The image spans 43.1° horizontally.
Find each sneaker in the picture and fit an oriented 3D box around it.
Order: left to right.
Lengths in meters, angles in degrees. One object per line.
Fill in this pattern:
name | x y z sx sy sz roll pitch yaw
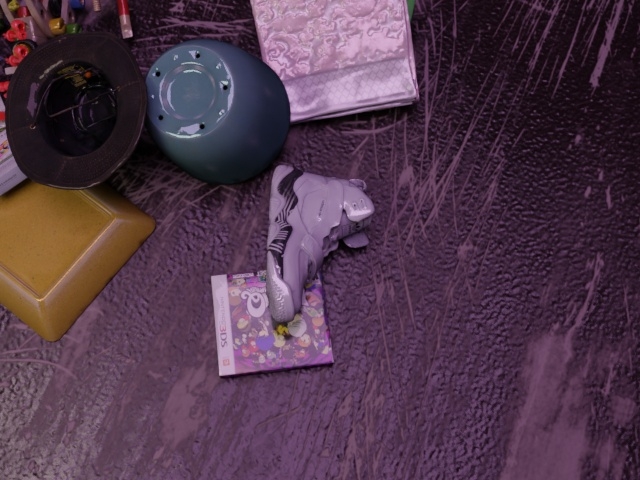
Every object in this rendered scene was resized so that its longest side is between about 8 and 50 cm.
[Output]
sneaker | 0.000 0.000 1.619 0.210 0.137 0.365 2 52 -2

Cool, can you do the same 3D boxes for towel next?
towel | 0.032 -0.425 1.752 0.332 0.053 0.316 -10 96 4

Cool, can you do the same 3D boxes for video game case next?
video game case | -0.099 0.162 1.649 0.232 0.042 0.210 -6 72 -3

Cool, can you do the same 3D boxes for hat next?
hat | -0.459 -0.239 1.599 0.331 0.134 0.331 -3 75 12

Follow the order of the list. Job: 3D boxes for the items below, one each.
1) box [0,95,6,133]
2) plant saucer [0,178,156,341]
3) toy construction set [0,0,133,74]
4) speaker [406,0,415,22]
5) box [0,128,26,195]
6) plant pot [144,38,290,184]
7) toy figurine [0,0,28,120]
box | -0.759 -0.311 1.772 0.114 0.036 0.207 -22 72 -17
plant saucer | -0.572 -0.018 1.677 0.333 0.081 0.333 36 75 9
toy construction set | -0.564 -0.451 1.763 0.309 0.257 0.237 -11 90 -15
speaker | 0.062 -0.538 1.827 0.297 0.131 0.131 12 73 3
box | -0.638 -0.178 1.683 0.145 0.038 0.186 -34 39 0
plant pot | -0.228 -0.274 1.641 0.293 0.235 0.293 -1 86 10
toy figurine | -0.717 -0.392 1.574 0.191 0.217 0.362 12 114 35
